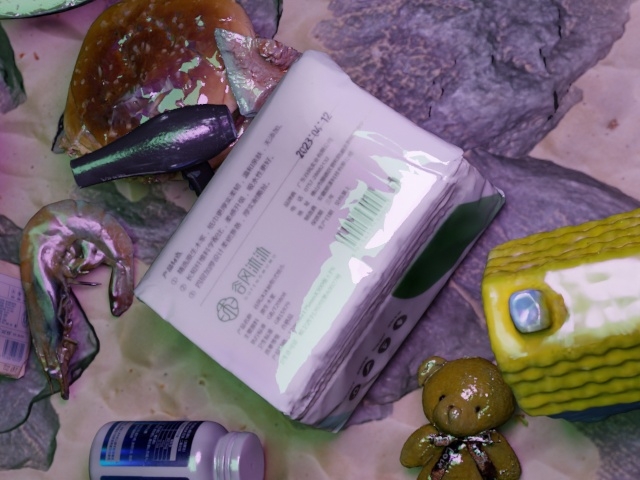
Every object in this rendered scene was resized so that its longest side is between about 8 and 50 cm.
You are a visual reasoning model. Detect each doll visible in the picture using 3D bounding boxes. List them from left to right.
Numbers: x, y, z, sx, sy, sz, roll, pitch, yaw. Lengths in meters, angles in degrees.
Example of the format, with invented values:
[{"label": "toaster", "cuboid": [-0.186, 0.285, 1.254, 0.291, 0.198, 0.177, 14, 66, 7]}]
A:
[{"label": "doll", "cuboid": [0.155, 0.232, 1.769, 0.137, 0.097, 0.210, 6, 87, 16]}]

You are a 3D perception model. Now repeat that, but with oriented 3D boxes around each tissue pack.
[{"label": "tissue pack", "cuboid": [-0.437, 0.085, 1.960, 0.092, 0.196, 0.148, 7, 81, 20]}, {"label": "tissue pack", "cuboid": [0.000, 0.001, 1.816, 0.266, 0.194, 0.356, 36, 92, 24]}]

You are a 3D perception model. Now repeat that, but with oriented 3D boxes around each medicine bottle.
[{"label": "medicine bottle", "cuboid": [-0.169, 0.267, 1.873, 0.191, 0.107, 0.107, -2, 79, 19]}]

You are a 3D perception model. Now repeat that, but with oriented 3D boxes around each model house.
[{"label": "model house", "cuboid": [0.302, 0.076, 1.642, 0.237, 0.303, 0.216, -13, 82, 17]}]

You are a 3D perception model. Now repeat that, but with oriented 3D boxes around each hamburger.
[{"label": "hamburger", "cuboid": [-0.199, -0.195, 1.963, 0.286, 0.146, 0.243, -37, 63, 11]}]

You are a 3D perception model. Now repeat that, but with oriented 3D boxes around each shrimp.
[{"label": "shrimp", "cuboid": [-0.304, 0.073, 1.983, 0.143, 0.052, 0.251, -1, 94, -4]}]

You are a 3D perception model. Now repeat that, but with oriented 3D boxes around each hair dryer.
[{"label": "hair dryer", "cuboid": [-0.174, -0.071, 1.882, 0.195, 0.219, 0.075, -19, 59, 4]}]

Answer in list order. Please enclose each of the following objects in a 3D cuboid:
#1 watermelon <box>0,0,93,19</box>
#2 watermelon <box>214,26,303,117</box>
[{"label": "watermelon", "cuboid": [-0.342, -0.393, 2.022, 0.310, 0.193, 0.232, -29, 72, 12]}, {"label": "watermelon", "cuboid": [-0.050, -0.193, 1.879, 0.080, 0.155, 0.101, 3, 90, 35]}]
